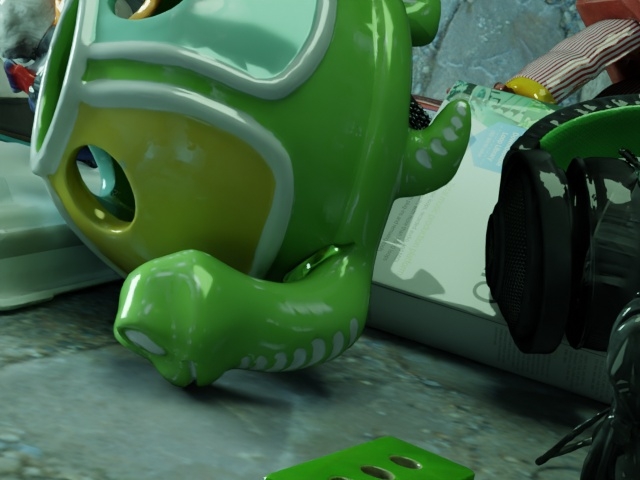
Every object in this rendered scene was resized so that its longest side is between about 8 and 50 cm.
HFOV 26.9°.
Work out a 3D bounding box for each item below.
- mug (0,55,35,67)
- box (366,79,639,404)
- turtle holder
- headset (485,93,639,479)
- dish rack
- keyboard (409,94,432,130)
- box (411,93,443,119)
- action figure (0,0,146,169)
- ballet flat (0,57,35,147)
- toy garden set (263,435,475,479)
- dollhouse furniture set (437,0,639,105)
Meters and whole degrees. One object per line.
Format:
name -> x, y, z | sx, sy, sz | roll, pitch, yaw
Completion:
mug -> -0.341, -0.249, 1.544 | 0.328, 0.276, 0.374 | 6, -20, -6
box -> 0.205, 0.007, 0.969 | 0.322, 0.058, 0.232 | 18, 50, 18
turtle holder -> -0.063, -0.047, 0.839 | 0.227, 0.320, 0.243 | 16, -20, -20
headset -> 0.214, 0.002, 0.809 | 0.243, 0.185, 0.394 | 14, 39, 16
dish rack -> -0.264, -0.039, 0.922 | 0.285, 0.072, 0.333 | 16, 9, 16
keyboard -> 0.117, -0.068, 1.114 | 0.192, 0.038, 0.100 | 54, 23, 11
box -> -0.018, -0.092, 1.318 | 0.300, 0.154, 0.142 | 14, 9, 8
action figure -> -0.139, -0.124, 1.150 | 0.330, 0.178, 0.341 | 28, -9, -14
ballet flat -> -0.369, -0.149, 1.311 | 0.280, 0.096, 0.095 | 7, 12, -37
toy garden set -> 0.079, 0.144, 0.437 | 0.244, 0.049, 0.204 | 20, 10, 26
dollhouse furniture set -> 0.209, -0.151, 1.493 | 0.201, 0.152, 0.374 | -37, 18, -18
